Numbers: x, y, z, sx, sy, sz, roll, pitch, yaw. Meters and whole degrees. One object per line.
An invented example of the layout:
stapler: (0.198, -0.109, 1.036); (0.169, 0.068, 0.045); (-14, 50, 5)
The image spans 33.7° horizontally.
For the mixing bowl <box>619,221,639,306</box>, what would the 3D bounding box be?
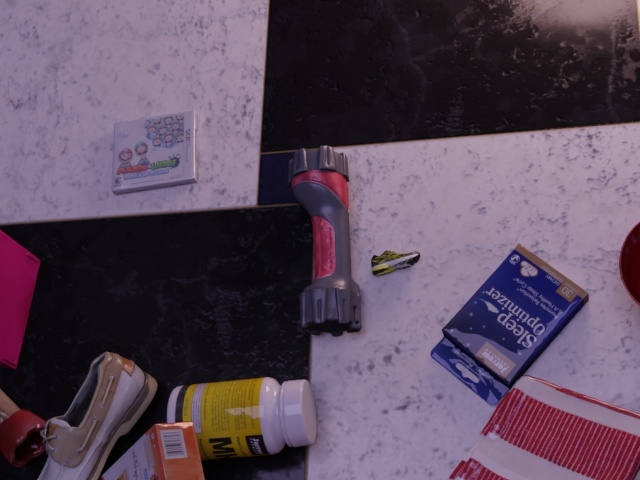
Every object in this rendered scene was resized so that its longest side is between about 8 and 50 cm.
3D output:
mixing bowl: (0.532, 0.051, 1.554); (0.181, 0.098, 0.181); (-5, 66, 11)

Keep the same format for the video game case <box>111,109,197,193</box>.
video game case: (-0.298, -0.159, 1.899); (0.157, 0.019, 0.143); (-8, 65, 11)

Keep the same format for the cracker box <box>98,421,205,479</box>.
cracker box: (-0.246, 0.381, 1.540); (0.067, 0.232, 0.155); (3, 57, -33)

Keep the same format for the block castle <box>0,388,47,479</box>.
block castle: (-0.633, 0.400, 1.575); (0.213, 0.303, 0.453); (37, 80, 24)

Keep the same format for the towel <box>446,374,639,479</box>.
towel: (0.287, 0.339, 1.443); (0.237, 0.037, 0.329); (16, 58, 46)

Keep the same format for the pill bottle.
pill bottle: (-0.117, 0.270, 1.606); (0.208, 0.119, 0.119); (-7, 65, 11)

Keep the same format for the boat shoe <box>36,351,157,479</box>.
boat shoe: (-0.384, 0.312, 1.643); (0.113, 0.103, 0.302); (0, 52, 54)

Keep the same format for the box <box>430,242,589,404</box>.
box: (0.286, 0.128, 1.617); (0.136, 0.036, 0.225); (39, 81, 25)

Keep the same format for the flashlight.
flashlight: (0.000, 0.000, 1.711); (0.103, 0.103, 0.304); (-18, 61, 35)

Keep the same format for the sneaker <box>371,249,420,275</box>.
sneaker: (0.119, 0.028, 1.704); (0.083, 0.031, 0.035); (-17, 63, 6)

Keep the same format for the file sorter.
file sorter: (-0.629, 0.070, 1.730); (0.182, 0.290, 0.202); (0, 67, 17)
